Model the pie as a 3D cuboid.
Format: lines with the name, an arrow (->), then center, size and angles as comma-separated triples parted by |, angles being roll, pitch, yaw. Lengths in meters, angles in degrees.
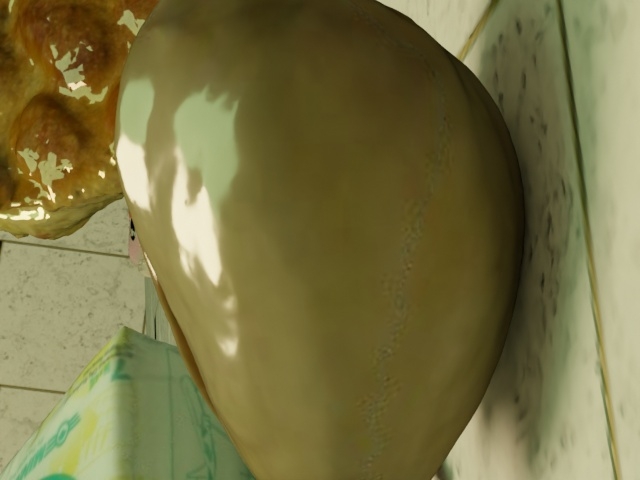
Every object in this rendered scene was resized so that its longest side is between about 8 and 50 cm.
pie -> -0.141, -0.153, 0.790 | 0.083, 0.339, 0.339 | 33, -135, -53

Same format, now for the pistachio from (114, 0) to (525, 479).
pistachio -> 0.000, 0.000, 0.416 | 0.124, 0.124, 0.185 | -140, 47, -76

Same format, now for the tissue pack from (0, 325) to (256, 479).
tissue pack -> -0.145, 0.304, 0.909 | 0.287, 0.162, 0.388 | -48, 35, 33

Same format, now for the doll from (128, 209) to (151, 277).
doll -> -0.138, -0.038, 1.259 | 0.149, 0.095, 0.192 | 98, 166, -67
